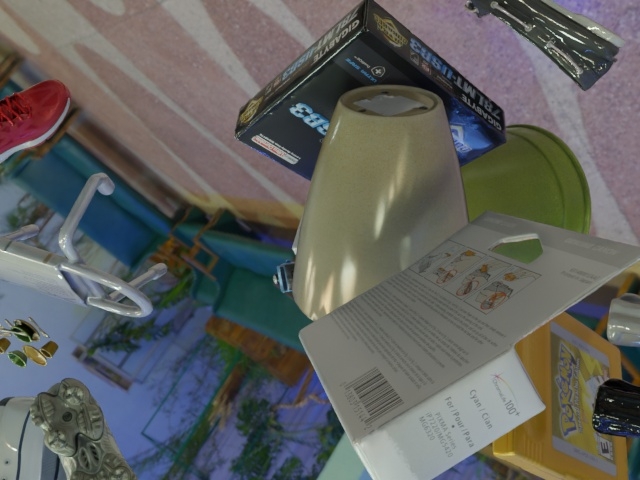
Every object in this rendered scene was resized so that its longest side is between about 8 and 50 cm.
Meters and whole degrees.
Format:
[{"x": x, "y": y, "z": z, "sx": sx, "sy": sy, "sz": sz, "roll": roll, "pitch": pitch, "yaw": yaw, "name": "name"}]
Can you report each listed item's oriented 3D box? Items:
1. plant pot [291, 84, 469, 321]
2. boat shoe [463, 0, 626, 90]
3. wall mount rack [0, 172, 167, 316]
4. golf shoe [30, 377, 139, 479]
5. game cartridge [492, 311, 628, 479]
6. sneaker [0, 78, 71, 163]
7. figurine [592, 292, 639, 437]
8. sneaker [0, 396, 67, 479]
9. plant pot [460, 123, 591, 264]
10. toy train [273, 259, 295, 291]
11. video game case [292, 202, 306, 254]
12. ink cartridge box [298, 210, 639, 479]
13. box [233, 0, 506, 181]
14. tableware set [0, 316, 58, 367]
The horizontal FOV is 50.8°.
[{"x": 0.087, "y": -0.053, "z": 0.885, "sx": 0.256, "sy": 0.256, "sz": 0.274, "roll": 23, "pitch": 128, "yaw": 33, "name": "plant pot"}, {"x": 0.308, "y": -0.351, "z": 1.057, "sx": 0.335, "sy": 0.096, "sz": 0.112, "roll": 31, "pitch": -157, "yaw": 5, "name": "boat shoe"}, {"x": -0.334, "y": -0.001, "z": 0.813, "sx": 0.350, "sy": 0.131, "sz": 0.304, "roll": 17, "pitch": 155, "yaw": 6, "name": "wall mount rack"}, {"x": -0.204, "y": 0.212, "z": 0.620, "sx": 0.086, "sy": 0.069, "sz": 0.176, "roll": 127, "pitch": 123, "yaw": -73, "name": "golf shoe"}, {"x": 0.395, "y": 0.249, "z": 1.092, "sx": 0.323, "sy": 0.285, "sz": 0.052, "roll": 31, "pitch": 144, "yaw": -33, "name": "game cartridge"}, {"x": -0.507, "y": -0.193, "z": 1.069, "sx": 0.087, "sy": 0.221, "sz": 0.128, "roll": 46, "pitch": 173, "yaw": 8, "name": "sneaker"}, {"x": 0.508, "y": 0.184, "z": 0.942, "sx": 0.209, "sy": 0.215, "sz": 0.092, "roll": 8, "pitch": 163, "yaw": 28, "name": "figurine"}, {"x": -0.334, "y": 0.299, "z": 0.744, "sx": 0.091, "sy": 0.258, "sz": 0.094, "roll": 5, "pitch": 169, "yaw": 18, "name": "sneaker"}, {"x": 0.306, "y": -0.055, "z": 1.424, "sx": 0.353, "sy": 0.367, "sz": 0.366, "roll": -9, "pitch": -170, "yaw": -33, "name": "plant pot"}, {"x": -0.020, "y": 0.077, "z": 1.602, "sx": 0.105, "sy": 0.184, "sz": 0.080, "roll": 177, "pitch": 83, "yaw": -80, "name": "toy train"}, {"x": 0.000, "y": 0.000, "z": 1.369, "sx": 0.022, "sy": 0.173, "sz": 0.190, "roll": 1, "pitch": 145, "yaw": 22, "name": "video game case"}, {"x": 0.121, "y": 0.080, "z": 0.626, "sx": 0.066, "sy": 0.261, "sz": 0.296, "roll": 60, "pitch": 176, "yaw": -12, "name": "ink cartridge box"}, {"x": 0.072, "y": -0.176, "z": 1.013, "sx": 0.295, "sy": 0.073, "sz": 0.293, "roll": 29, "pitch": 140, "yaw": -31, "name": "box"}, {"x": -0.465, "y": 0.166, "z": 1.054, "sx": 0.154, "sy": 0.024, "sz": 0.104, "roll": -10, "pitch": 124, "yaw": 38, "name": "tableware set"}]
